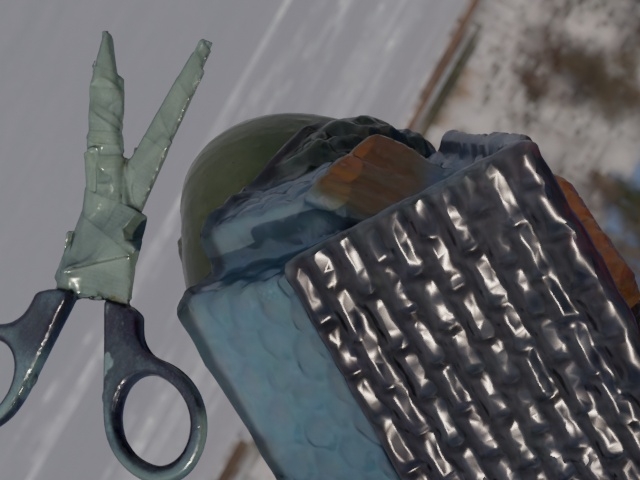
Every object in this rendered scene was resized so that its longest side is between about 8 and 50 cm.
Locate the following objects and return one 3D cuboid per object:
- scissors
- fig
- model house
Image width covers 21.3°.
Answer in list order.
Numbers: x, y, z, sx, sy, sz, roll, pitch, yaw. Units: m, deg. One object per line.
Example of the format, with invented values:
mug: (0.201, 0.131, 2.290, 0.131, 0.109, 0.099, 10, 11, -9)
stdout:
scissors: (-0.180, 0.004, 1.461, 0.029, 0.256, 0.383, 39, 65, -74)
fig: (0.000, 0.000, 1.876, 0.316, 0.316, 0.316, -60, -179, 1)
model house: (0.135, 0.057, 1.272, 0.297, 0.360, 0.339, -37, -167, -39)
